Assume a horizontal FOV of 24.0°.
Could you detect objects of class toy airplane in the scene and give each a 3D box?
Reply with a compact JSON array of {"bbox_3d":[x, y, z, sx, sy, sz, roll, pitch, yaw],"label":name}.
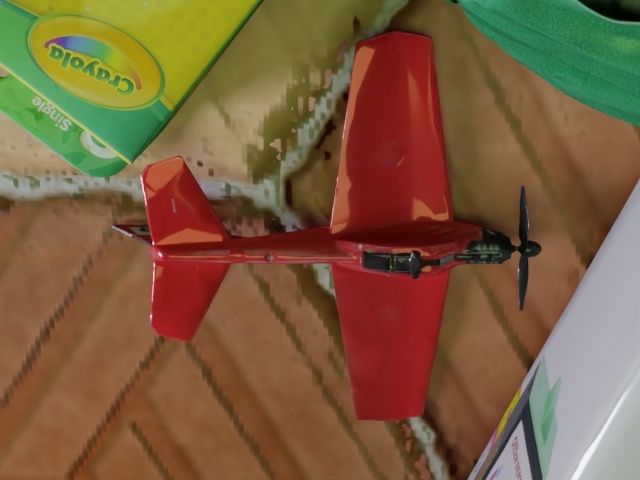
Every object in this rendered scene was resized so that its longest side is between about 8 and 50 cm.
[{"bbox_3d":[0.000,0.000,0.515,0.151,0.028,0.151,2,114,5],"label":"toy airplane"}]

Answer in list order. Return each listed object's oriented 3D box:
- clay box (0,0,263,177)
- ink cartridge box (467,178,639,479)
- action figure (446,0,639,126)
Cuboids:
[{"bbox_3d":[-0.057,-0.125,0.455,0.127,0.053,0.222,37,111,-8],"label":"clay box"},{"bbox_3d":[0.144,0.136,0.509,0.201,0.117,0.278,24,114,-4],"label":"ink cartridge box"},{"bbox_3d":[0.124,-0.055,0.444,0.232,0.137,0.063,22,90,6],"label":"action figure"}]
